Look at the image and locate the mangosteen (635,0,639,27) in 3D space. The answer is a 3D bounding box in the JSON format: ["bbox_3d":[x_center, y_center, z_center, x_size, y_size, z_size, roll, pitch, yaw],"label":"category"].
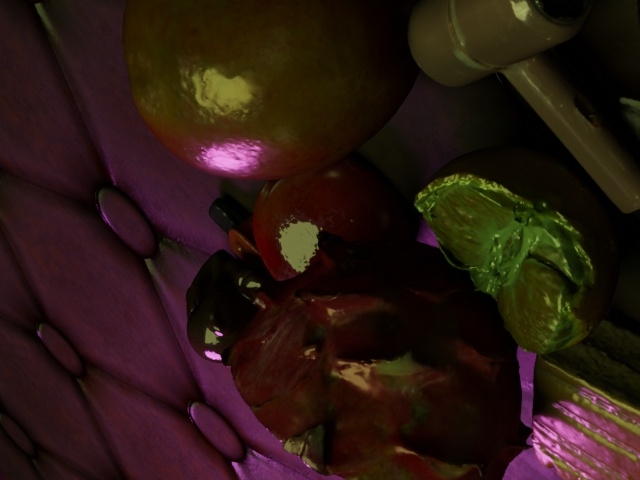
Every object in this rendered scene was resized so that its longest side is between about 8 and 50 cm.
[{"bbox_3d":[0.327,-0.207,1.222,0.166,0.166,0.180,60,174,-20],"label":"mangosteen"}]

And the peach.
[{"bbox_3d":[-0.045,-0.209,1.590,0.332,0.308,0.308,-8,123,26],"label":"peach"}]

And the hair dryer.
[{"bbox_3d":[0.256,-0.138,1.478,0.344,0.107,0.189,47,151,-15],"label":"hair dryer"}]

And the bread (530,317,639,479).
[{"bbox_3d":[0.371,0.224,1.712,0.246,0.111,0.239,29,149,27],"label":"bread"}]

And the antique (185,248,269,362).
[{"bbox_3d":[-0.137,0.105,2.189,0.121,0.143,0.257,43,177,-15],"label":"antique"}]

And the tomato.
[{"bbox_3d":[0.000,0.000,1.930,0.200,0.139,0.233,47,152,-9],"label":"tomato"}]

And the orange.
[{"bbox_3d":[0.225,-0.005,1.584,0.237,0.158,0.179,47,158,11],"label":"orange"}]

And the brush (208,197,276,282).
[{"bbox_3d":[-0.046,0.053,2.148,0.323,0.051,0.070,40,150,17],"label":"brush"}]

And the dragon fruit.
[{"bbox_3d":[0.089,0.129,1.712,0.371,0.386,0.249,28,107,11],"label":"dragon fruit"}]
